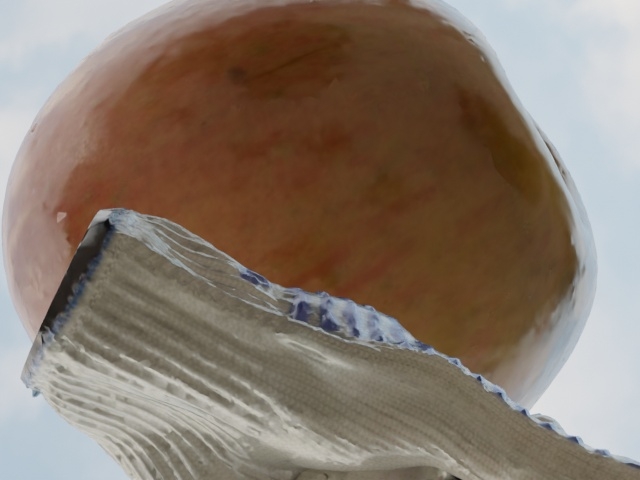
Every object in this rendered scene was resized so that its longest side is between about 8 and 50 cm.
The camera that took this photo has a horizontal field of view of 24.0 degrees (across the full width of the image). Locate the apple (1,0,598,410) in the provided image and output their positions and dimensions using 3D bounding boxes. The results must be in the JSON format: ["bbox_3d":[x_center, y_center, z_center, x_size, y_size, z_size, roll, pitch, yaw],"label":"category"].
[{"bbox_3d":[0.000,0.000,0.969,0.363,0.364,0.364,9,-118,-17],"label":"apple"}]

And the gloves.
[{"bbox_3d":[0.015,0.069,0.453,0.229,0.119,0.097,39,-139,9],"label":"gloves"}]
